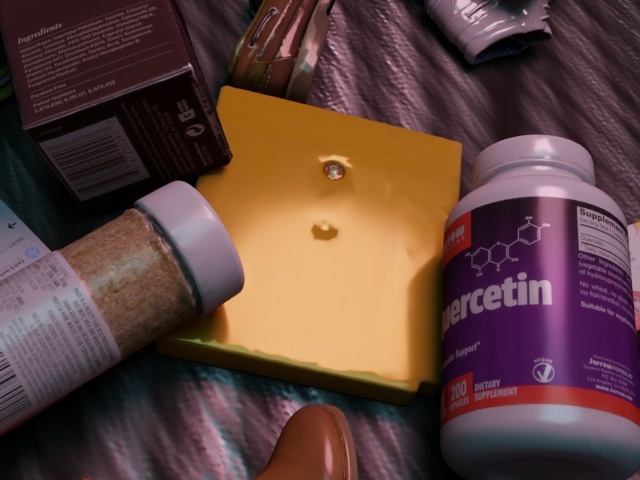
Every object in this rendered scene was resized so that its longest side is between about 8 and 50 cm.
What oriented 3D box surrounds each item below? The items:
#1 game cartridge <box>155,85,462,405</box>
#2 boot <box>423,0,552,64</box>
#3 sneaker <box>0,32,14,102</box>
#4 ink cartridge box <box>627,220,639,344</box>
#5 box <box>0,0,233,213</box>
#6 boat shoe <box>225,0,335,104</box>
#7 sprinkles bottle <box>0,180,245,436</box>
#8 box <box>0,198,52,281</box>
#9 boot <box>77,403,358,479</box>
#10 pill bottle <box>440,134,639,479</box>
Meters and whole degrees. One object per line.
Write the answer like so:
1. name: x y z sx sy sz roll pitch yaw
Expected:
1. game cartridge: 0.000 0.000 1.051 0.285 0.052 0.323 13 58 -5
2. boot: 0.268 -0.307 1.298 0.258 0.095 0.123 -25 72 -17
3. sneaker: -0.335 -0.283 1.107 0.111 0.121 0.300 17 55 -3
4. ink cartridge box: 0.373 0.039 1.100 0.198 0.067 0.115 -17 63 -21
5. box: -0.209 -0.170 1.007 0.167 0.168 0.203 -20 62 -1
6. boat shoe: -0.032 -0.298 1.196 0.104 0.110 0.307 17 55 -4
7. sprinkles bottle: -0.241 0.080 0.862 0.355 0.121 0.121 -31 69 -20
8. box: -0.358 0.014 0.958 0.186 0.038 0.145 42 58 16
9. boot: -0.099 0.231 0.806 0.220 0.109 0.283 29 66 -21
10. pill bottle: 0.206 0.066 0.957 0.181 0.181 0.323 9 61 -8
